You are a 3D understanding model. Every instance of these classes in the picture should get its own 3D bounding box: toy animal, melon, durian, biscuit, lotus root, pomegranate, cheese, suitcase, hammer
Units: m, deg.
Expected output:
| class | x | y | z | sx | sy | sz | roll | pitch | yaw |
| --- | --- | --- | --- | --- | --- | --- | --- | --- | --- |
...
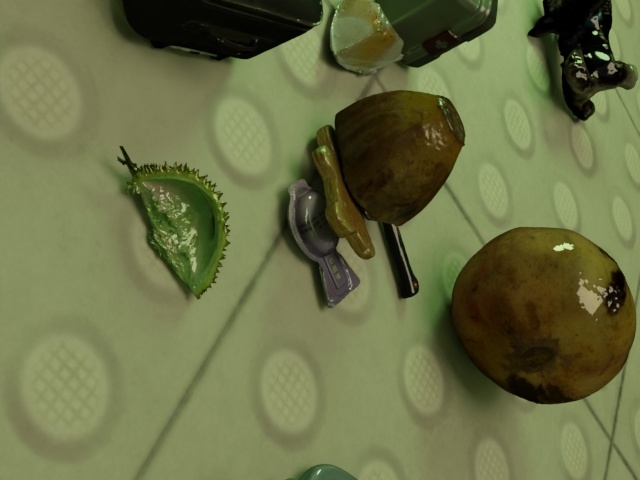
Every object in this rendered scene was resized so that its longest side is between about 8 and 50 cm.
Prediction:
| class | x | y | z | sx | sy | sz | roll | pitch | yaw |
| --- | --- | --- | --- | --- | --- | --- | --- | --- | --- |
| toy animal | 0.613 | -0.480 | 2.265 | 0.303 | 0.194 | 0.344 | 0 | 71 | -58 |
| melon | 0.080 | -0.361 | 1.626 | 0.202 | 0.093 | 0.139 | -8 | 75 | -57 |
| durian | -0.173 | -0.037 | 1.191 | 0.100 | 0.086 | 0.215 | -38 | 110 | -37 |
| biscuit | 0.030 | -0.080 | 1.451 | 0.153 | 0.030 | 0.234 | 48 | 24 | -50 |
| lotus root | 0.145 | -0.141 | 1.476 | 0.199 | 0.180 | 0.188 | 16 | 53 | -53 |
| pomegranate | 0.384 | 0.126 | 1.648 | 0.322 | 0.322 | 0.322 | 23 | 59 | -46 |
| cheese | 0.000 | 0.000 | 1.421 | 0.105 | 0.042 | 0.190 | -36 | 106 | -50 |
| suitcase | -0.146 | -0.460 | 1.289 | 0.283 | 0.194 | 0.433 | 1 | 77 | -52 |
| hammer | 0.110 | -0.045 | 1.586 | 0.111 | 0.033 | 0.287 | -19 | 92 | -54 |

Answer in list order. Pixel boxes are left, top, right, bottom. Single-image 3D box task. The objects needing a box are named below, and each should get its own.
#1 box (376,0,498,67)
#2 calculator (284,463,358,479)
| class | x | y | z | sx | sy | sz | roll | pitch | yaw |
| --- | --- | --- | --- | --- | --- | --- | --- | --- | --- |
| box | 0.204 | -0.416 | 1.707 | 0.129 | 0.210 | 0.147 | 30 | 54 | -33 |
| calculator | 0.024 | 0.408 | 1.296 | 0.299 | 0.041 | 0.185 | 41 | 47 | -38 |
